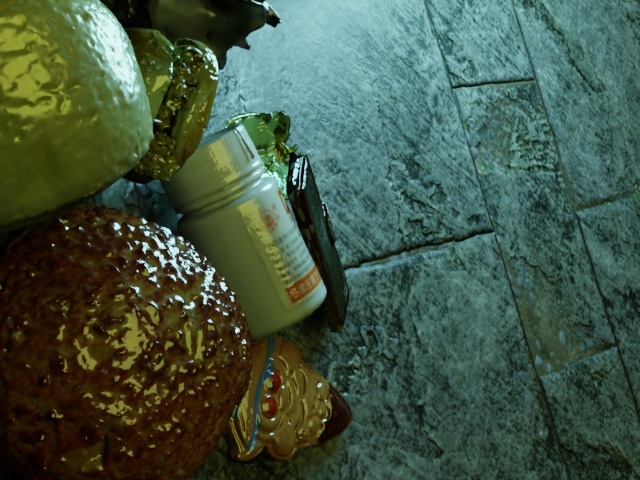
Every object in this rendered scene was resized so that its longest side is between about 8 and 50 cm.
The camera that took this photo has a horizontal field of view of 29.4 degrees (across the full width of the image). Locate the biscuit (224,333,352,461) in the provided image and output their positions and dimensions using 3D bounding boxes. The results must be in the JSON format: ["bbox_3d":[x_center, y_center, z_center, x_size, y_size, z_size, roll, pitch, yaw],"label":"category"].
[{"bbox_3d":[-0.061,0.207,1.593,0.280,0.043,0.183,22,65,-34],"label":"biscuit"}]

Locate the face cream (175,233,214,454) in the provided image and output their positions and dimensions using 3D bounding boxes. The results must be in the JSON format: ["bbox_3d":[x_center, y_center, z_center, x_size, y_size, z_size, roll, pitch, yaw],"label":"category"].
[{"bbox_3d":[-0.176,0.125,1.477,0.078,0.078,0.273,7,71,-42],"label":"face cream"}]

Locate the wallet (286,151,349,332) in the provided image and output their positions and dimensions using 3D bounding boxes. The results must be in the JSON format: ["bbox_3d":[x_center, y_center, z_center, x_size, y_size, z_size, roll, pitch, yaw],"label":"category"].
[{"bbox_3d":[0.000,0.000,1.641,0.122,0.031,0.232,-82,157,-58],"label":"wallet"}]

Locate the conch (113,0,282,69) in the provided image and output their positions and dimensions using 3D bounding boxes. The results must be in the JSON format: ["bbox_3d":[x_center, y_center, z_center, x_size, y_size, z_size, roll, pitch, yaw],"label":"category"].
[{"bbox_3d":[-0.171,-0.362,1.543,0.186,0.240,0.313,-49,124,-27],"label":"conch"}]

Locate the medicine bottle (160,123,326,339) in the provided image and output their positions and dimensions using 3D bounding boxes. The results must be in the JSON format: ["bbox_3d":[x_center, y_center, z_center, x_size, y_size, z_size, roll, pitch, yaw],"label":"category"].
[{"bbox_3d":[-0.102,-0.010,1.540,0.144,0.144,0.252,-40,108,-44],"label":"medicine bottle"}]

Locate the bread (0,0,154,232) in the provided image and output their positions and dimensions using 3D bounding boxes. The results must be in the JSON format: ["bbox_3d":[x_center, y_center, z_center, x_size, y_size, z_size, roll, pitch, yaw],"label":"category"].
[{"bbox_3d":[-0.337,-0.133,1.242,0.320,0.320,0.237,-28,104,-45],"label":"bread"}]

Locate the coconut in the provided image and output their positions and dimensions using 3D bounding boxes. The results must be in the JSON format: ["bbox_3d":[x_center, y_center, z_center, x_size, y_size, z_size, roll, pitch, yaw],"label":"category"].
[{"bbox_3d":[-0.080,-0.117,1.667,0.158,0.055,0.133,36,53,-31],"label":"coconut"}]

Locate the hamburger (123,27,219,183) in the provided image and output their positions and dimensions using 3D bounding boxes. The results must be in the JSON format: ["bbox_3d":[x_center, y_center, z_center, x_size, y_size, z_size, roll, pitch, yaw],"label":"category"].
[{"bbox_3d":[-0.222,-0.166,1.462,0.122,0.215,0.189,20,92,-33],"label":"hamburger"}]

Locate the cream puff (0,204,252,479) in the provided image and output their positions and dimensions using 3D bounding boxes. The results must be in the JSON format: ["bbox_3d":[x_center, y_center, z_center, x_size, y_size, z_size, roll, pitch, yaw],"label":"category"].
[{"bbox_3d":[-0.225,0.105,1.294,0.350,0.229,0.350,13,50,-16],"label":"cream puff"}]
